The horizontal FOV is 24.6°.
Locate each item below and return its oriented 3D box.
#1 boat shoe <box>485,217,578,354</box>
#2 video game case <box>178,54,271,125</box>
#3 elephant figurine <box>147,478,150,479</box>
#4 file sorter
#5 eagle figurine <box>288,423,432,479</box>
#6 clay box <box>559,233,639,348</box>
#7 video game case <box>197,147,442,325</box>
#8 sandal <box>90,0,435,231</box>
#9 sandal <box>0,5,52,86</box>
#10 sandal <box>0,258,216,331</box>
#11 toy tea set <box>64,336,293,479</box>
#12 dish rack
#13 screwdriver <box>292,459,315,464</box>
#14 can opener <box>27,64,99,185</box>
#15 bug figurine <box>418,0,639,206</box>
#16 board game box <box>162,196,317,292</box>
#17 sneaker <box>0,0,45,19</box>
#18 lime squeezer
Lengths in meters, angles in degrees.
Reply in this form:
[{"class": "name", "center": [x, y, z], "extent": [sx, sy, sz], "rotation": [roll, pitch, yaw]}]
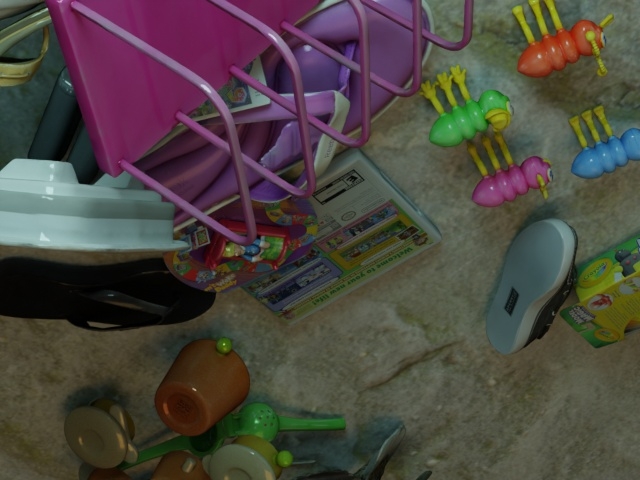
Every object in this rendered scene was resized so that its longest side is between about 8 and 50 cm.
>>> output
[{"class": "boat shoe", "center": [0.266, 0.052, 1.736], "extent": [0.076, 0.080, 0.228], "rotation": [-17, 142, -28]}, {"class": "video game case", "center": [-0.114, -0.154, 1.344], "extent": [0.122, 0.011, 0.087], "rotation": [-13, 98, 4]}, {"class": "elephant figurine", "center": [-0.233, 0.436, 1.983], "extent": [0.186, 0.169, 0.239], "rotation": [24, 151, -3]}, {"class": "file sorter", "center": [-0.031, -0.167, 1.160], "extent": [0.291, 0.182, 0.202], "rotation": [-44, 151, -24]}, {"class": "eagle figurine", "center": [0.003, 0.385, 1.951], "extent": [0.298, 0.225, 0.226], "rotation": [-2, 120, 6]}, {"class": "clay box", "center": [0.403, 0.045, 1.787], "extent": [0.222, 0.053, 0.127], "rotation": [-29, 140, 19]}, {"class": "video game case", "center": [0.000, 0.000, 1.617], "extent": [0.212, 0.023, 0.193], "rotation": [-30, 139, 16]}, {"class": "sandal", "center": [-0.054, -0.094, 1.417], "extent": [0.416, 0.102, 0.169], "rotation": [-34, 139, 21]}, {"class": "sandal", "center": [-0.272, -0.145, 1.232], "extent": [0.180, 0.072, 0.049], "rotation": [-37, 105, -4]}, {"class": "sandal", "center": [-0.237, 0.070, 1.594], "extent": [0.254, 0.054, 0.097], "rotation": [1, 138, -20]}, {"class": "toy tea set", "center": [-0.184, 0.239, 1.776], "extent": [0.336, 0.124, 0.200], "rotation": [-20, 105, 32]}, {"class": "dish rack", "center": [-0.301, -0.037, 1.275], "extent": [0.333, 0.072, 0.285], "rotation": [4, -178, 15]}, {"class": "screwdriver", "center": [-0.084, 0.304, 1.962], "extent": [0.170, 0.025, 0.024], "rotation": [4, 138, -22]}, {"class": "can opener", "center": [-0.193, -0.140, 1.314], "extent": [0.074, 0.093, 0.280], "rotation": [35, 141, -2]}, {"class": "bug figurine", "center": [0.230, -0.120, 1.509], "extent": [0.216, 0.072, 0.279], "rotation": [-26, 141, 13]}, {"class": "board game box", "center": [-0.081, 0.010, 1.549], "extent": [0.169, 0.033, 0.133], "rotation": [-24, 137, 8]}, {"class": "sneaker", "center": [-0.231, -0.248, 1.190], "extent": [0.297, 0.111, 0.129], "rotation": [-17, 164, 1]}, {"class": "lime squeezer", "center": [-0.118, 0.243, 1.866], "extent": [0.310, 0.059, 0.110], "rotation": [-11, 174, -7]}]
